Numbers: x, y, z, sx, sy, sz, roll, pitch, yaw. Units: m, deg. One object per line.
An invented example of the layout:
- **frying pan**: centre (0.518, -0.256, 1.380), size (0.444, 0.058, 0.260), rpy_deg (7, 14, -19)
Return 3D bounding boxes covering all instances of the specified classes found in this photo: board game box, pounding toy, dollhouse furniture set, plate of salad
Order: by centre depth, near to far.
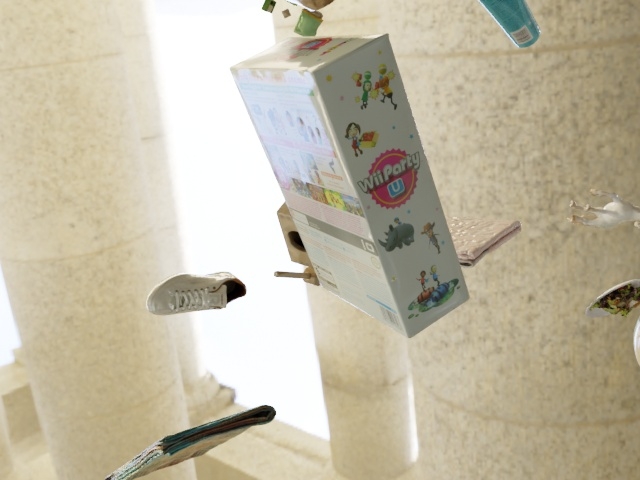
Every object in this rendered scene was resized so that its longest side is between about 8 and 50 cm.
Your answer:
- **board game box**: centre (0.030, -0.069, 0.876), size (0.097, 0.304, 0.224), rpy_deg (-31, -155, -18)
- **pounding toy**: centre (-0.004, 0.010, 1.438), size (0.094, 0.206, 0.181), rpy_deg (15, -130, 29)
- **dollhouse furniture set**: centre (-0.072, -0.582, 2.022), size (0.151, 0.076, 0.058), rpy_deg (28, -166, 4)
- **plate of salad**: centre (0.784, 0.157, 2.030), size (0.199, 0.200, 0.048), rpy_deg (-11, -120, -16)

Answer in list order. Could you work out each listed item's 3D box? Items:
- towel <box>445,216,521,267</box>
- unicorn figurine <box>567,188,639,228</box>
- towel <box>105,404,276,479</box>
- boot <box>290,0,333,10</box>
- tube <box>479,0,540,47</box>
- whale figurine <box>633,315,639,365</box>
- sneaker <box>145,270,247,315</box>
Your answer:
- **towel**: centre (0.372, -0.005, 2.290), size (0.331, 0.054, 0.317), rpy_deg (6, -158, 37)
- **unicorn figurine**: centre (0.477, -0.043, 1.275), size (0.111, 0.060, 0.162), rpy_deg (17, -177, -6)
- **towel**: centre (-0.282, 0.445, 1.676), size (0.271, 0.040, 0.370), rpy_deg (-10, 160, -38)
- **boot**: centre (0.007, -0.359, 0.916), size (0.115, 0.112, 0.305), rpy_deg (30, 166, -19)
- **tube**: centre (0.321, -0.408, 1.354), size (0.207, 0.080, 0.052), rpy_deg (32, -164, -51)
- **whale figurine**: centre (0.627, 0.123, 1.248), size (0.216, 0.272, 0.141), rpy_deg (37, -157, 1)
- **sneaker**: centre (-0.330, 0.145, 2.141), size (0.290, 0.106, 0.123), rpy_deg (-15, -157, -38)
